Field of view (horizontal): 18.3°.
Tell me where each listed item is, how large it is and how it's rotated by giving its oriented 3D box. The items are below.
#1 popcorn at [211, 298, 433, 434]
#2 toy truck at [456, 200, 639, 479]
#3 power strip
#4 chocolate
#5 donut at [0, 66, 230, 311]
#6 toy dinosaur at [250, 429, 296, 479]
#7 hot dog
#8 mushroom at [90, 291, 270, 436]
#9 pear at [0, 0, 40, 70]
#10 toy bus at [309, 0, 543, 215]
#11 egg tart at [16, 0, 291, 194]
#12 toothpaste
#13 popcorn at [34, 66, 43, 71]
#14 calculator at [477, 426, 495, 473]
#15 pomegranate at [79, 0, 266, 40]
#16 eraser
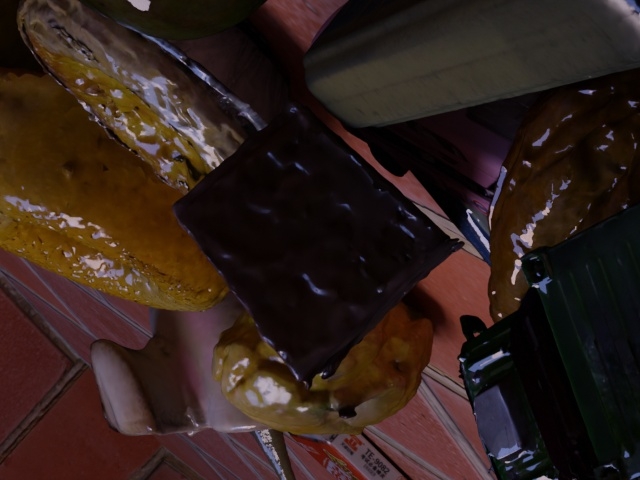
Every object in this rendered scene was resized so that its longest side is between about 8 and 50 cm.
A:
[{"bbox_3d":[0.005,0.081,1.472,0.148,0.167,0.152,113,151,-47],"label":"popcorn"},{"bbox_3d":[0.154,0.018,0.622,0.259,0.121,0.088,-31,71,39],"label":"toy truck"},{"bbox_3d":[0.077,-0.101,0.746,0.066,0.092,0.387,42,168,-12],"label":"power strip"},{"bbox_3d":[0.000,0.000,1.058,0.112,0.112,0.321,47,-177,4],"label":"chocolate"},{"bbox_3d":[-0.168,-0.031,1.505,0.277,0.108,0.277,19,168,4],"label":"donut"},{"bbox_3d":[-0.058,0.186,2.110,0.251,0.072,0.200,45,159,38],"label":"toy dinosaur"},{"bbox_3d":[0.145,-0.007,0.799,0.160,0.099,0.227,-5,165,10],"label":"hot dog"},{"bbox_3d":[-0.052,0.073,1.611,0.173,0.236,0.162,-13,84,55],"label":"mushroom"},{"bbox_3d":[-0.263,-0.173,1.520,0.107,0.107,0.131,28,166,48],"label":"pear"},{"bbox_3d":[0.076,-0.055,0.978,0.203,0.063,0.090,33,165,39],"label":"toy bus"},{"bbox_3d":[-0.092,-0.101,1.271,0.234,0.094,0.234,37,168,9],"label":"egg tart"},{"bbox_3d":[0.109,0.004,1.151,0.197,0.035,0.057,49,162,-15],"label":"toothpaste"},{"bbox_3d":[-0.338,-0.128,1.683,0.255,0.195,0.256,25,-167,12],"label":"popcorn"},{"bbox_3d":[0.204,0.208,1.537,0.185,0.041,0.299,34,164,34],"label":"calculator"},{"bbox_3d":[-0.078,-0.187,0.890,0.152,0.131,0.191,33,144,57],"label":"pomegranate"},{"bbox_3d":[0.038,0.247,2.199,0.230,0.038,0.157,45,167,-11],"label":"eraser"}]
